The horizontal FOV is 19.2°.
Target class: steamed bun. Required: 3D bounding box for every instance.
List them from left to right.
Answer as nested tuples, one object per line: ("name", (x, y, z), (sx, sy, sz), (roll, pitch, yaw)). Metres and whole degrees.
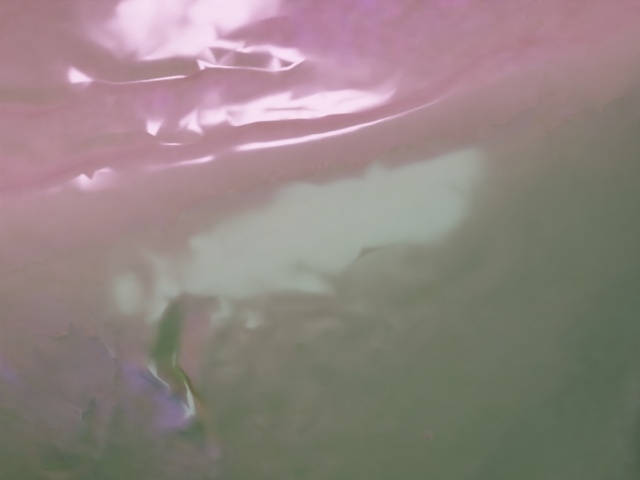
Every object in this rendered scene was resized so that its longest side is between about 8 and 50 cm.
("steamed bun", (0.000, 0.000, 0.691), (0.456, 0.290, 0.371), (-14, 140, 11))
